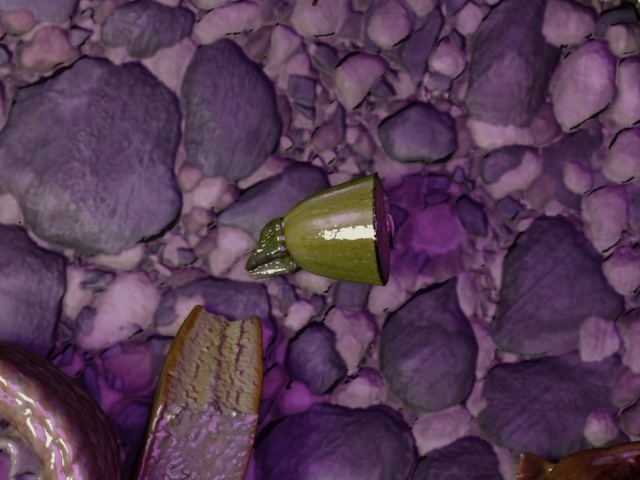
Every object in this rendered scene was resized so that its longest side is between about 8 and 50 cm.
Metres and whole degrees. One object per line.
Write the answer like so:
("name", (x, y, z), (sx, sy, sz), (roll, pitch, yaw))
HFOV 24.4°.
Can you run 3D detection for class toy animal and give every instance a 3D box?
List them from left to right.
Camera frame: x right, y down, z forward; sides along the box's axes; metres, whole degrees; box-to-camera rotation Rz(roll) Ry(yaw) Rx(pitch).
("toy animal", (0.268, 0.225, 1.326), (0.188, 0.179, 0.089), (-18, 95, -33))

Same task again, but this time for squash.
("squash", (-0.005, -0.006, 1.340), (0.132, 0.105, 0.105), (-5, 90, 11))

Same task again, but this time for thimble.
("thimble", (-0.283, 0.194, 1.258), (0.229, 0.148, 0.196), (36, 91, 4))

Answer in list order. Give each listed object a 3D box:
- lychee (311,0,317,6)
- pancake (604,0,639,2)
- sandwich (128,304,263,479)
("lychee", (0.040, -0.303, 1.336), (0.114, 0.140, 0.101), (-33, 89, -44))
("pancake", (0.390, -0.311, 1.360), (0.382, 0.071, 0.382), (1, 77, -6))
("sandwich", (-0.116, 0.188, 1.316), (0.094, 0.096, 0.258), (15, 90, -12))
